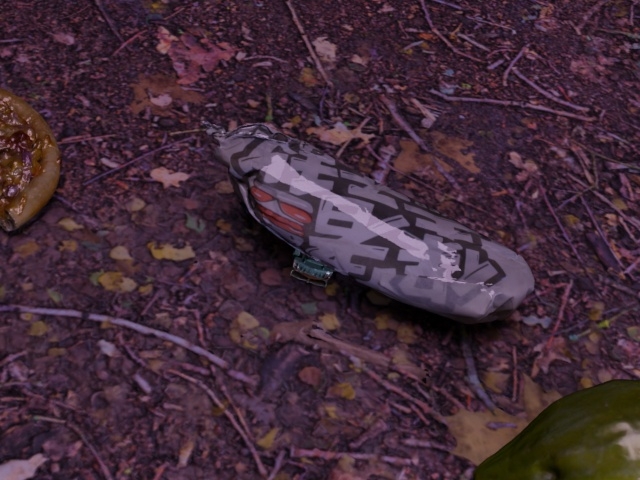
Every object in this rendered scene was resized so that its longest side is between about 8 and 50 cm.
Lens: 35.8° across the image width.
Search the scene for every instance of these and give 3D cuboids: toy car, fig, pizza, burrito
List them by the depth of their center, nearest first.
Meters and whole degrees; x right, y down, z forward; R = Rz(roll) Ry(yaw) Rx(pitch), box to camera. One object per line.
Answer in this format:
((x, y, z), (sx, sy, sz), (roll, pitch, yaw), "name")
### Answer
((0.290, 0.215, 1.001), (0.234, 0.167, 0.167), (9, 47, -11), "fig")
((0.043, -0.022, 1.174), (0.446, 0.101, 0.139), (27, 44, 1), "burrito")
((0.000, 0.000, 1.231), (0.059, 0.035, 0.122), (18, 44, -1), "toy car")
((-0.391, -0.111, 1.251), (0.127, 0.058, 0.246), (0, 46, -9), "pizza")
